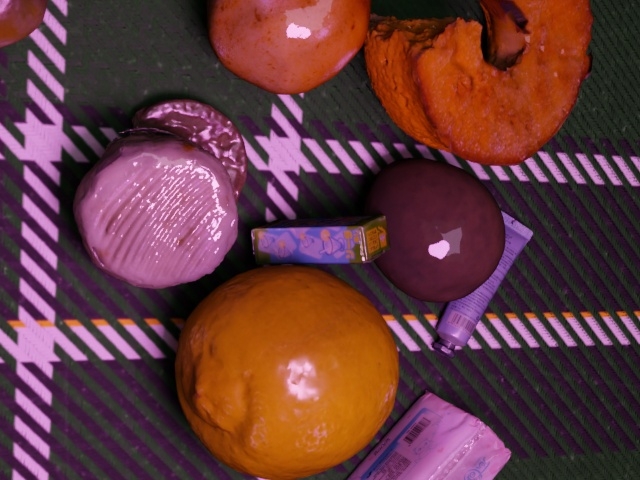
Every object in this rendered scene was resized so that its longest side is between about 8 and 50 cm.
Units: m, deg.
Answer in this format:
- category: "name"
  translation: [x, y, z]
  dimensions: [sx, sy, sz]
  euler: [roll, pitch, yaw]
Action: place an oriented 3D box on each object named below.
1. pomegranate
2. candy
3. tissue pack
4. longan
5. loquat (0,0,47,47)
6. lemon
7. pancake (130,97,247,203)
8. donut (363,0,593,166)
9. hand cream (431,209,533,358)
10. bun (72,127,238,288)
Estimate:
- category: "pomegranate"
  translation: [-0.051, -0.346, 1.728]
  dimensions: [0.264, 0.264, 0.264]
  euler: [-3, 98, -25]
- category: "candy"
  translation: [0.000, 0.000, 1.819]
  dimensions: [0.097, 0.195, 0.062]
  euler: [-25, 111, -61]
- category: "tissue pack"
  translation: [0.162, 0.399, 1.955]
  dimensions: [0.271, 0.201, 0.124]
  euler: [-47, 116, -11]
- category: "longan"
  translation: [0.182, -0.023, 1.904]
  dimensions: [0.248, 0.248, 0.248]
  euler: [-3, 98, -25]
- category: "loquat"
  translation: [-0.464, -0.336, 1.601]
  dimensions: [0.195, 0.152, 0.152]
  euler: [-14, 103, -15]
- category: "lemon"
  translation: [-0.048, 0.195, 1.762]
  dimensions: [0.348, 0.348, 0.348]
  euler: [-3, 98, -25]
- category: "pancake"
  translation: [-0.222, -0.100, 1.796]
  dimensions: [0.222, 0.042, 0.236]
  euler: [9, 95, -23]
- category: "donut"
  translation: [0.257, -0.306, 1.888]
  dimensions: [0.435, 0.163, 0.377]
  euler: [-51, 129, -24]
- category: "hand cream"
  translation: [0.276, 0.079, 2.047]
  dimensions: [0.091, 0.058, 0.271]
  euler: [31, 79, -13]
- category: "bun"
  translation: [-0.239, -0.049, 1.704]
  dimensions: [0.239, 0.141, 0.239]
  euler: [-3, 105, -10]
